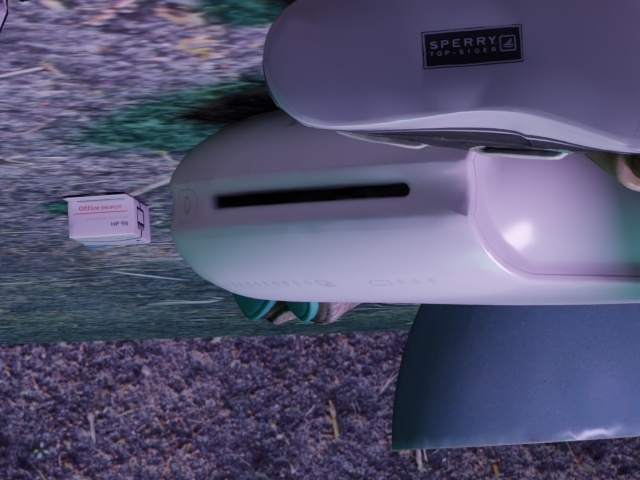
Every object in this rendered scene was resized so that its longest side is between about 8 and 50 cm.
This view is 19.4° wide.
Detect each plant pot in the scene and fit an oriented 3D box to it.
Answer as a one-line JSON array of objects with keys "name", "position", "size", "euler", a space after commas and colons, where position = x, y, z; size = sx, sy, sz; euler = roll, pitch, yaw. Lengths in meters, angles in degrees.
[{"name": "plant pot", "position": [0.205, 0.090, 1.734], "size": [0.290, 0.195, 0.290], "euler": [-3, 173, 0]}]

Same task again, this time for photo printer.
[{"name": "photo printer", "position": [0.090, -0.018, 1.032], "size": [0.307, 0.107, 0.256], "euler": [2, 177, -42]}]

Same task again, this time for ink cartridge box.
[{"name": "ink cartridge box", "position": [-0.154, -0.014, 1.345], "size": [0.048, 0.028, 0.083], "euler": [-4, 173, 5]}]

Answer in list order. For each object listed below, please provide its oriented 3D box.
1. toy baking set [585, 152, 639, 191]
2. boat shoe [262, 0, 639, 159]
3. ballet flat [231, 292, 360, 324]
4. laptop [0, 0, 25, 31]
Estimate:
[{"name": "toy baking set", "position": [0.210, -0.063, 0.806], "size": [0.197, 0.030, 0.256], "euler": [-16, -164, 1]}, {"name": "boat shoe", "position": [0.089, -0.072, 0.765], "size": [0.219, 0.077, 0.070], "euler": [3, 175, 12]}, {"name": "ballet flat", "position": [0.000, 0.000, 1.347], "size": [0.106, 0.107, 0.316], "euler": [-23, -177, -12]}, {"name": "laptop", "position": [-0.159, -0.010, 0.493], "size": [0.236, 0.408, 0.382], "euler": [32, -167, 30]}]
